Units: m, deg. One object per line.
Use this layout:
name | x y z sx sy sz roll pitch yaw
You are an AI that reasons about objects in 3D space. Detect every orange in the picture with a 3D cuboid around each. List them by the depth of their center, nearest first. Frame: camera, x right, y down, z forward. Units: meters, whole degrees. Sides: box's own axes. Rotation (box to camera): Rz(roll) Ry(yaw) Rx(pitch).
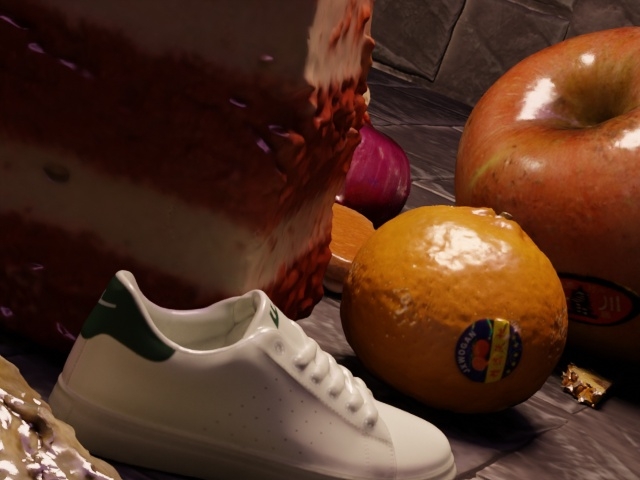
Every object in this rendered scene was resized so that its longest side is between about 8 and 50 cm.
orange | 0.105 0.053 1.153 0.178 0.155 0.177 6 16 -2

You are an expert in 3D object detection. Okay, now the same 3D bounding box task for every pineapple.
pineapple | 0.237 0.128 1.324 0.045 0.019 0.083 28 13 13

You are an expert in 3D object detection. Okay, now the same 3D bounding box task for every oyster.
oyster | -0.173 0.092 0.751 0.209 0.072 0.133 31 20 37

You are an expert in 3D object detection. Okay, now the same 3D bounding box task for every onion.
onion | 0.017 -0.084 1.612 0.177 0.153 0.177 54 4 -5

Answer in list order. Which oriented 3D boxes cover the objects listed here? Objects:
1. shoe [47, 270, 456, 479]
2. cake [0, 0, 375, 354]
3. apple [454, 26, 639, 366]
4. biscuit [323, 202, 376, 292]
shoe | -0.025 0.090 0.892 0.265 0.110 0.095 11 14 -23
cake | -0.114 -0.093 1.049 0.269 0.319 0.270 20 13 10
apple | 0.299 -0.032 1.448 0.338 0.338 0.305 35 -22 51
biscuit | -0.001 0.002 1.436 0.324 0.049 0.205 16 15 -9
